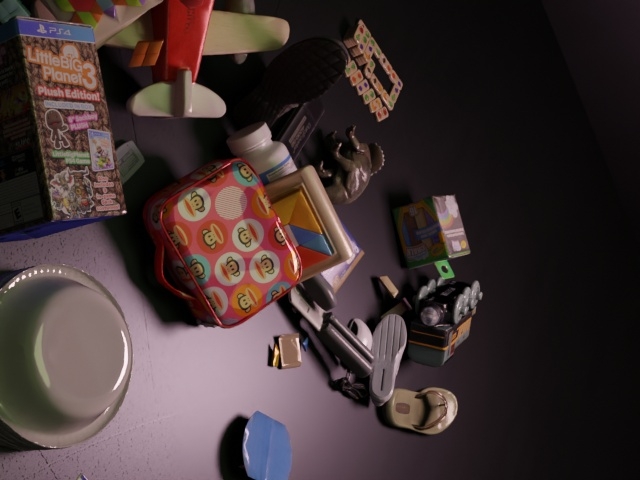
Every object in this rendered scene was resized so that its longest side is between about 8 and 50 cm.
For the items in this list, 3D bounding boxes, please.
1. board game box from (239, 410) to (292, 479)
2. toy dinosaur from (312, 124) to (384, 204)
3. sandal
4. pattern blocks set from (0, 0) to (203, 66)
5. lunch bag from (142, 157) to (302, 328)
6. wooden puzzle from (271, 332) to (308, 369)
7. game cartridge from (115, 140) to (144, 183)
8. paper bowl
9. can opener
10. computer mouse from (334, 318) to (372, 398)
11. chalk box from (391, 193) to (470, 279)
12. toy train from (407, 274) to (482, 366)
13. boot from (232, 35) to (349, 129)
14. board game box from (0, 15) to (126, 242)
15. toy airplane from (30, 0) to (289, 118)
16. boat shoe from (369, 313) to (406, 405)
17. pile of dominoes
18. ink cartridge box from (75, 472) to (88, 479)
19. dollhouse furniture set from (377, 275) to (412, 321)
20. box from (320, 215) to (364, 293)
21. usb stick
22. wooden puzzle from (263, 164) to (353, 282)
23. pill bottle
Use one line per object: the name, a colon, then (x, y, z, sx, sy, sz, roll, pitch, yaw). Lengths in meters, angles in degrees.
board game box: (-0.117, 0.420, 1.807, 0.168, 0.033, 0.133, 40, 46, -47)
toy dinosaur: (0.067, -0.165, 2.136, 0.160, 0.121, 0.313, 49, 43, -25)
sandal: (0.265, 0.427, 2.265, 0.302, 0.086, 0.120, 12, 72, -51)
pattern blocks set: (-0.359, -0.406, 1.480, 0.285, 0.325, 0.026, 42, 17, -24)
lunch bag: (-0.195, 0.015, 1.704, 0.258, 0.120, 0.293, -35, 110, -27)
wooden puzzle: (-0.068, 0.237, 1.936, 0.116, 0.014, 0.079, 12, 75, -51)
game cartridge: (-0.358, -0.144, 1.648, 0.056, 0.017, 0.083, 62, 39, -27)
paper bowl: (-0.406, 0.176, 1.390, 0.284, 0.148, 0.284, 21, 63, -49)
can opener: (0.031, 0.190, 1.996, 0.280, 0.093, 0.074, 51, 33, -21)
computer mouse: (0.088, 0.269, 2.108, 0.106, 0.042, 0.193, 38, 53, -40)
chalk box: (0.297, -0.001, 2.372, 0.132, 0.132, 0.213, -7, 82, -55)
toy train: (0.319, 0.201, 2.334, 0.334, 0.142, 0.190, -21, 121, -66)
boot: (-0.037, -0.366, 1.884, 0.118, 0.338, 0.223, 50, 47, -16)
board game box: (-0.443, -0.156, 1.357, 0.141, 0.232, 0.291, -9, 88, -55)
toy airplane: (-0.278, -0.408, 1.663, 0.384, 0.272, 0.386, -44, 133, -7)
boat shoe: (0.149, 0.287, 2.167, 0.076, 0.083, 0.226, 105, 3, -59)
pile of dominoes: (0.142, -0.446, 2.376, 0.251, 0.040, 0.196, 50, 45, -32)
ink cartridge box: (-0.426, 0.523, 1.339, 0.165, 0.065, 0.333, 61, 41, -22)
dollhouse furniture set: (0.157, 0.153, 2.262, 0.081, 0.091, 0.114, -36, 87, -9)
box: (0.000, 0.000, 2.042, 0.136, 0.036, 0.225, -53, 123, -26)
usb stick: (-0.060, -0.243, 2.049, 0.077, 0.045, 0.278, 61, 39, -33)
wooden puzzle: (-0.077, -0.009, 1.840, 0.221, 0.238, 0.044, 64, -1, -19)
pill bottle: (-0.108, -0.130, 1.888, 0.124, 0.124, 0.221, -48, 118, -47)
